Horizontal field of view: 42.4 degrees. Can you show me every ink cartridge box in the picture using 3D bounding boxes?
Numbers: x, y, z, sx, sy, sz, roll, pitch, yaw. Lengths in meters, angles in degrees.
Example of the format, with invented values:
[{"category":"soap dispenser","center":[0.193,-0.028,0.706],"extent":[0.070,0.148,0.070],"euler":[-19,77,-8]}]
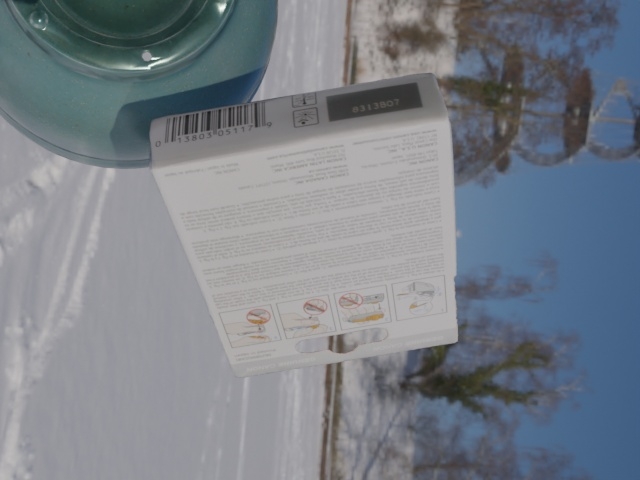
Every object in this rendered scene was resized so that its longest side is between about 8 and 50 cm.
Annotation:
[{"category":"ink cartridge box","center":[0.000,0.000,0.593],"extent":[0.232,0.189,0.066],"euler":[77,5,-50]}]

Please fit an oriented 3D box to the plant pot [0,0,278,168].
[{"category":"plant pot","center":[-0.165,-0.209,0.682],"extent":[0.196,0.293,0.292],"euler":[-169,-96,-76]}]
